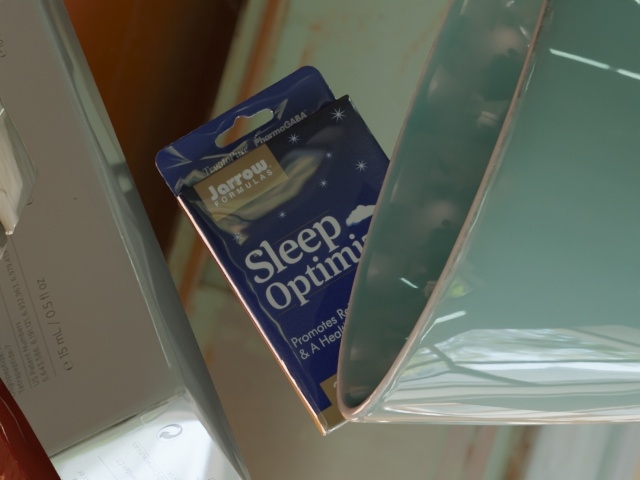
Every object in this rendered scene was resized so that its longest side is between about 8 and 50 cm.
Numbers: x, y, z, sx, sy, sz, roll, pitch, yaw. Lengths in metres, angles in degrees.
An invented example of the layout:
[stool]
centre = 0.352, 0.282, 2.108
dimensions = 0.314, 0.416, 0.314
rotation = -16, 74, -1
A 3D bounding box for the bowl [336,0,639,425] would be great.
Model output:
[bowl]
centre = 0.135, -0.034, 0.913
dimensions = 0.311, 0.163, 0.311
rotation = -160, -90, -85

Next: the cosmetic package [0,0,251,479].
[cosmetic package]
centre = -0.221, 0.005, 0.792
dimensions = 0.097, 0.284, 0.377
rotation = 66, 0, -52

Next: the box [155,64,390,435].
[box]
centre = 0.000, 0.000, 1.262
dimensions = 0.136, 0.225, 0.036
rotation = -32, 171, -11

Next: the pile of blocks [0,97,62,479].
[pile of blocks]
centre = -0.119, 0.111, 0.447
dimensions = 0.149, 0.113, 0.362
rotation = -50, 145, -60
